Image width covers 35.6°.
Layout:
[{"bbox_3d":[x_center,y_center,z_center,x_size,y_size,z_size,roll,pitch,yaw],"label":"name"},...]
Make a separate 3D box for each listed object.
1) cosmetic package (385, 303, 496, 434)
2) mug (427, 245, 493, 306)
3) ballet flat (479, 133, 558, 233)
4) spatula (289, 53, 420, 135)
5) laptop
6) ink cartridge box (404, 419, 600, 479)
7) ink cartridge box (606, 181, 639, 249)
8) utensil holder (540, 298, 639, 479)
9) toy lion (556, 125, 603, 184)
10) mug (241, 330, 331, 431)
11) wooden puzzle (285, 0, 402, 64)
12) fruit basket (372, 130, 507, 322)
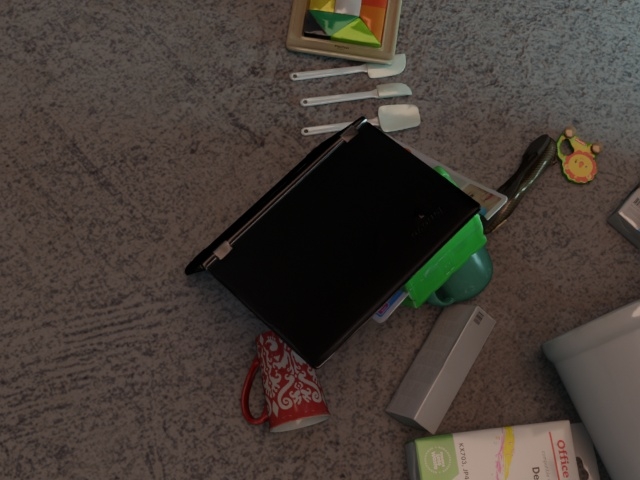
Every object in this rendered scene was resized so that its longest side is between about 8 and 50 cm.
[{"bbox_3d":[0.219,0.229,1.811,0.060,0.099,0.239,39,73,-25],"label":"cosmetic package"},{"bbox_3d":[0.244,0.062,1.847,0.157,0.129,0.097,-36,114,-9],"label":"mug"},{"bbox_3d":[0.389,-0.102,1.940,0.058,0.084,0.250,44,70,-18],"label":"ballet flat"},{"bbox_3d":[0.068,-0.285,1.984,0.241,0.019,0.168,-9,76,-7],"label":"spatula"},{"bbox_3d":[0.000,0.000,1.731,0.382,0.408,0.236,-43,97,-14],"label":"laptop"},{"bbox_3d":[0.343,0.432,1.760,0.353,0.119,0.207,-6,75,-7],"label":"ink cartridge box"},{"bbox_3d":[0.665,-0.075,1.957,0.104,0.061,0.181,43,76,5],"label":"ink cartridge box"},{"bbox_3d":[0.615,0.286,1.724,0.327,0.327,0.386,-23,81,-11],"label":"utensil holder"},{"bbox_3d":[0.510,-0.164,1.987,0.100,0.034,0.096,32,82,4],"label":"toy lion"},{"bbox_3d":[-0.072,0.249,1.780,0.150,0.113,0.169,-11,73,-10],"label":"mug"},{"bbox_3d":[0.053,-0.478,2.018,0.220,0.044,0.239,8,74,0],"label":"wooden puzzle"},{"bbox_3d":[0.107,-0.048,1.814,0.327,0.165,0.353,-41,52,-14],"label":"fruit basket"}]
